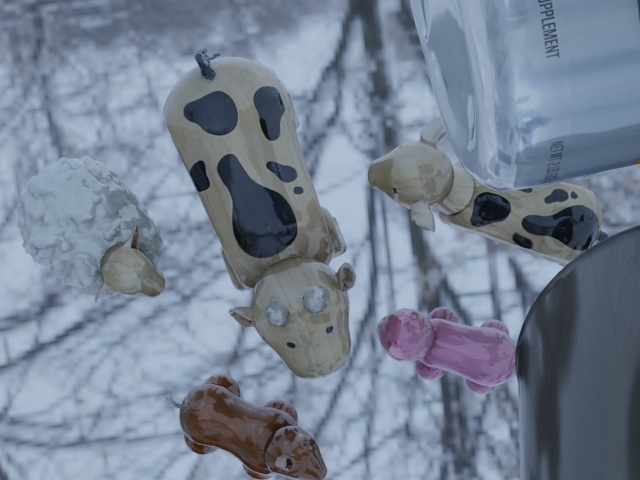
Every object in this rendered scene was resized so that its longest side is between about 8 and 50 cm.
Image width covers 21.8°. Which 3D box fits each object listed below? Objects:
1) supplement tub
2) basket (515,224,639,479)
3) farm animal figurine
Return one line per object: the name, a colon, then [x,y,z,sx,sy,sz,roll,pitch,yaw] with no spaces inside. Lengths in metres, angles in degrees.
supplement tub: [0.203,-0.145,0.766,0.316,0.194,0.193,-13,-168,-2]
basket: [0.179,0.134,0.888,0.154,0.204,0.227,23,-137,-9]
farm animal figurine: [0.000,0.000,1.131,0.330,0.327,0.172,-39,175,-1]
